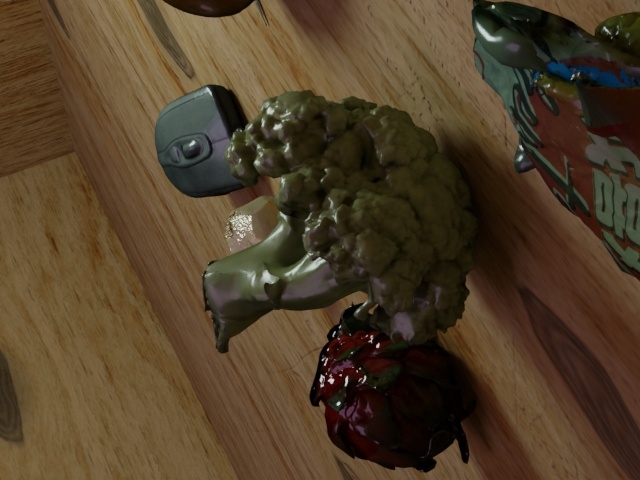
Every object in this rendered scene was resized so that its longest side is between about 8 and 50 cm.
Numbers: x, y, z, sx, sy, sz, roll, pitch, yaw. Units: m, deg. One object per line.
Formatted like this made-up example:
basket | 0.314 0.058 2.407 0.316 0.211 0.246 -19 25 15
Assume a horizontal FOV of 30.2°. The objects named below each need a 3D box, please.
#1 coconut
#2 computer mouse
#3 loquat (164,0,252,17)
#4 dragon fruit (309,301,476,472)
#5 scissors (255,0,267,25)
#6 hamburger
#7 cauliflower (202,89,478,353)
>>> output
coconut | -0.082 0.004 1.806 0.122 0.116 0.116 63 163 20
computer mouse | -0.205 -0.158 2.004 0.188 0.122 0.371 69 161 -6
loquat | -0.138 -0.356 1.415 0.227 0.179 0.179 139 109 -82
dragon fruit | 0.081 0.181 1.402 0.188 0.182 0.182 -127 22 -47
scissors | -0.088 -0.326 1.587 0.036 0.006 0.083 158 90 -76
hamburger | 0.219 -0.071 0.714 0.276 0.150 0.260 47 176 16
cauliflower | 0.010 -0.021 1.166 0.327 0.281 0.260 -119 17 -68
